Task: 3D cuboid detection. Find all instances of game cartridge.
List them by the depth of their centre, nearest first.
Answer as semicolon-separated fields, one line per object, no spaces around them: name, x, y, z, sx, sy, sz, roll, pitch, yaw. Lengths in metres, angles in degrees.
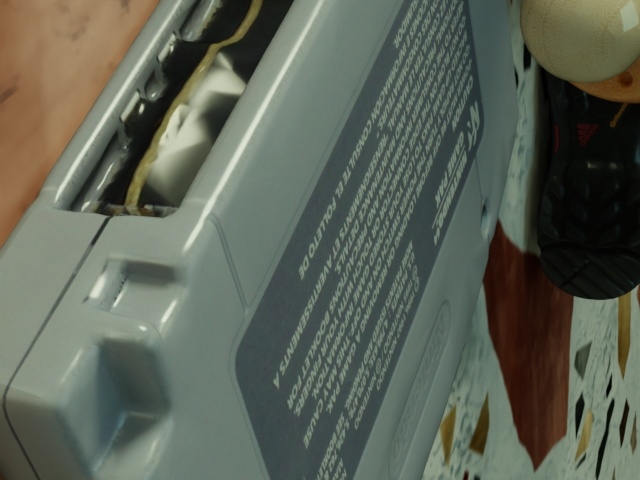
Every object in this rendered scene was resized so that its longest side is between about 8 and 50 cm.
game cartridge;0.000;0.000;0.453;0.294;0.060;0.196;-65;148;-41

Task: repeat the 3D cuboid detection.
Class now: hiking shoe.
hiking shoe;0.167;-0.083;0.851;0.114;0.086;0.226;-24;125;-78

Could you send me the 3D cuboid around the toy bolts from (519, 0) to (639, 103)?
toy bolts;0.168;-0.189;0.663;0.158;0.218;0.228;-25;95;-49
